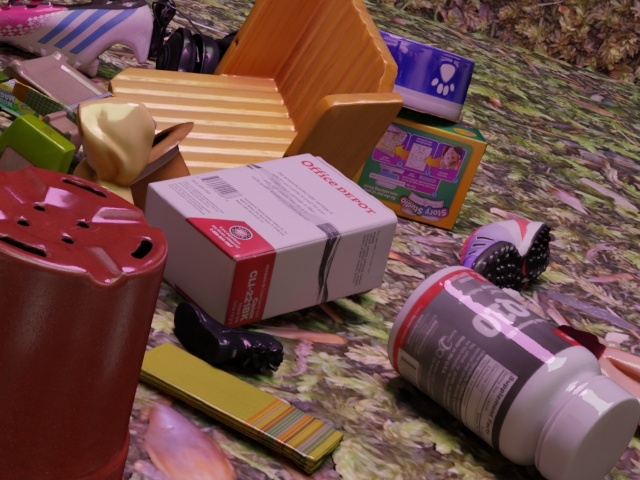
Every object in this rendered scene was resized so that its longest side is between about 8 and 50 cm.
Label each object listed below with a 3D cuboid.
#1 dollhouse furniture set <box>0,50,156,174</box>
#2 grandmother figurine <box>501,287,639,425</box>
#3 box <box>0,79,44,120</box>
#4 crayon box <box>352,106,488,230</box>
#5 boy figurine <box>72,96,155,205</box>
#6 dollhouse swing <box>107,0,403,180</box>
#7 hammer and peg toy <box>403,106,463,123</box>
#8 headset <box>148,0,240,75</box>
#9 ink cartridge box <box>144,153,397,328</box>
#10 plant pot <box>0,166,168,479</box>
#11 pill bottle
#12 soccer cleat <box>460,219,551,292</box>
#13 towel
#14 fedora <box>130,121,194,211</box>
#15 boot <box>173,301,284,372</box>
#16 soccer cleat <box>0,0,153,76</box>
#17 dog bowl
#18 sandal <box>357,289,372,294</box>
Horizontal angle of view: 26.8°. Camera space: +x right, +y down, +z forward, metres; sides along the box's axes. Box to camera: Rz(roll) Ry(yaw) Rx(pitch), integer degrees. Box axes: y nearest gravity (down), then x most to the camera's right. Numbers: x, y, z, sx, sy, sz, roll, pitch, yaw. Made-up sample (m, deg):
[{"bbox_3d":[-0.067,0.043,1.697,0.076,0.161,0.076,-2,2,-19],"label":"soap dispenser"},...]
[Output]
[{"bbox_3d":[-0.385,-0.136,1.833,0.197,0.151,0.301,36,19,5],"label":"dollhouse furniture set"},{"bbox_3d":[0.371,0.168,1.822,0.342,0.104,0.208,28,13,11],"label":"grandmother figurine"},{"bbox_3d":[-0.442,-0.226,2.104,0.105,0.043,0.179,26,23,16],"label":"box"},{"bbox_3d":[0.116,-0.136,2.228,0.278,0.165,0.081,15,21,-14],"label":"crayon box"},{"bbox_3d":[-0.251,-0.017,1.437,0.092,0.285,0.177,12,26,-22],"label":"boy figurine"},{"bbox_3d":[-0.114,-0.247,2.064,0.305,0.315,0.347,16,34,-30],"label":"dollhouse swing"},{"bbox_3d":[0.085,-0.257,2.543,0.266,0.127,0.361,2,28,-40],"label":"hammer and peg toy"},{"bbox_3d":[-0.202,-0.292,2.416,0.243,0.185,0.394,-6,48,-42],"label":"headset"},{"bbox_3d":[-0.066,-0.006,1.750,0.273,0.114,0.197,-14,39,-38],"label":"ink cartridge box"},{"bbox_3d":[-0.265,0.092,1.184,0.272,0.265,0.272,19,21,-7],"label":"plant pot"},{"bbox_3d":[0.230,0.165,1.607,0.161,0.161,0.283,-4,32,-48],"label":"pill bottle"},{"bbox_3d":[0.258,0.034,2.063,0.116,0.108,0.318,7,16,25],"label":"soccer cleat"},{"bbox_3d":[-0.093,0.180,1.475,0.237,0.021,0.102,26,16,15],"label":"towel"},{"bbox_3d":[-0.237,-0.091,1.871,0.079,0.194,0.194,59,17,-13],"label":"fedora"},{"bbox_3d":[-0.106,0.114,1.584,0.099,0.045,0.121,9,18,-40],"label":"boot"},{"bbox_3d":[-0.452,-0.347,2.312,0.331,0.143,0.116,-4,17,2],"label":"soccer cleat"},{"bbox_3d":[0.121,-0.288,2.255,0.265,0.104,0.265,17,8,-2],"label":"dog bowl"},{"bbox_3d":[-0.004,0.005,1.936,0.240,0.088,0.079,40,-4,26],"label":"sandal"}]
